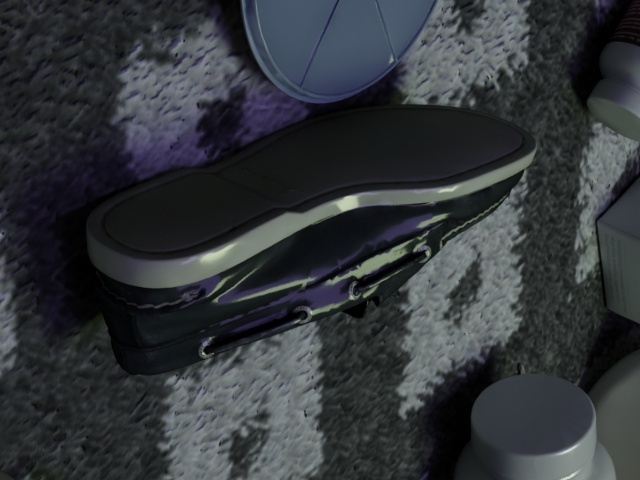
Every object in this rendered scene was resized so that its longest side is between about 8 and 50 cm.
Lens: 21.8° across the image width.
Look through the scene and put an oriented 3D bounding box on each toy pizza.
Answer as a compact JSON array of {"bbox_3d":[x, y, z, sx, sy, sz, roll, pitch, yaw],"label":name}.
[{"bbox_3d":[0.015,-0.185,1.041,0.201,0.032,0.201,-28,129,-40],"label":"toy pizza"}]

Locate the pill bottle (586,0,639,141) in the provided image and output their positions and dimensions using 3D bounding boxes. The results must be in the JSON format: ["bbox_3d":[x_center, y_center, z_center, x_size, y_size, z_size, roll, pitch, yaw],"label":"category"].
[{"bbox_3d":[0.281,-0.159,1.350,0.152,0.086,0.086,-57,144,-10],"label":"pill bottle"}]

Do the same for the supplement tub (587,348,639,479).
[{"bbox_3d":[0.412,0.218,1.606,0.331,0.241,0.241,9,102,-53],"label":"supplement tub"}]

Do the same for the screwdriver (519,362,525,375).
[{"bbox_3d":[0.187,0.174,1.487,0.025,0.024,0.170,-24,127,-5],"label":"screwdriver"}]

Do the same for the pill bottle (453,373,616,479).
[{"bbox_3d":[0.183,0.237,1.412,0.136,0.136,0.245,-37,136,-34],"label":"pill bottle"}]

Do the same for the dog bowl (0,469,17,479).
[{"bbox_3d":[-0.136,0.210,0.832,0.102,0.349,0.349,-48,143,-1],"label":"dog bowl"}]

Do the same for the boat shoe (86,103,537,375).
[{"bbox_3d":[0.002,0.002,1.055,0.340,0.127,0.113,-23,128,-41],"label":"boat shoe"}]

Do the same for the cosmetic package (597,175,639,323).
[{"bbox_3d":[0.352,-0.033,1.518,0.231,0.085,0.117,-41,138,-27],"label":"cosmetic package"}]
